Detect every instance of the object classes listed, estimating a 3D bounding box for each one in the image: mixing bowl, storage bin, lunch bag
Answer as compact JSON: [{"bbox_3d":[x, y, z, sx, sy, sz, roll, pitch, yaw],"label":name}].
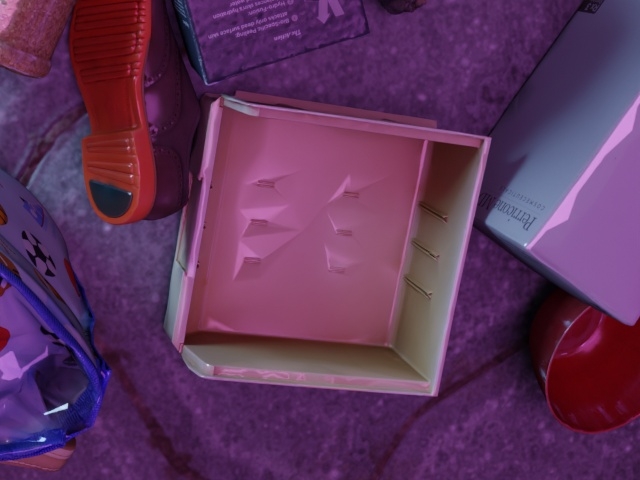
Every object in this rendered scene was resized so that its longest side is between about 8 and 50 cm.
[{"bbox_3d":[0.293,0.106,1.365,0.181,0.098,0.181,-12,120,-22],"label":"mixing bowl"},{"bbox_3d":[0.000,0.000,1.240,0.260,0.123,0.262,6,103,-19],"label":"storage bin"},{"bbox_3d":[-0.368,0.021,1.017,0.385,0.328,0.239,23,101,-23],"label":"lunch bag"}]

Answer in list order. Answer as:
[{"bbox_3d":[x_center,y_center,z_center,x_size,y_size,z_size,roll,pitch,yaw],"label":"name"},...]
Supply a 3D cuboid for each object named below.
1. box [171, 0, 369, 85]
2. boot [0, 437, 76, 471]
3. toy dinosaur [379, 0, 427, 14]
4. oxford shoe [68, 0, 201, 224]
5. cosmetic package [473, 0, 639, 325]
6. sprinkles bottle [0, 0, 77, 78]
[{"bbox_3d":[-0.057,-0.240,1.123,0.156,0.093,0.158,-18,112,-10],"label":"box"},{"bbox_3d":[-0.381,0.230,1.193,0.262,0.095,0.203,17,98,-19],"label":"boot"},{"bbox_3d":[0.003,-0.301,1.196,0.268,0.064,0.118,17,105,-18],"label":"toy dinosaur"},{"bbox_3d":[-0.166,-0.153,1.180,0.098,0.097,0.271,-8,102,-51],"label":"oxford shoe"},{"bbox_3d":[0.318,-0.130,1.259,0.156,0.217,0.385,37,89,-22],"label":"cosmetic package"},{"bbox_3d":[-0.220,-0.321,1.085,0.121,0.121,0.355,23,97,-22],"label":"sprinkles bottle"}]
